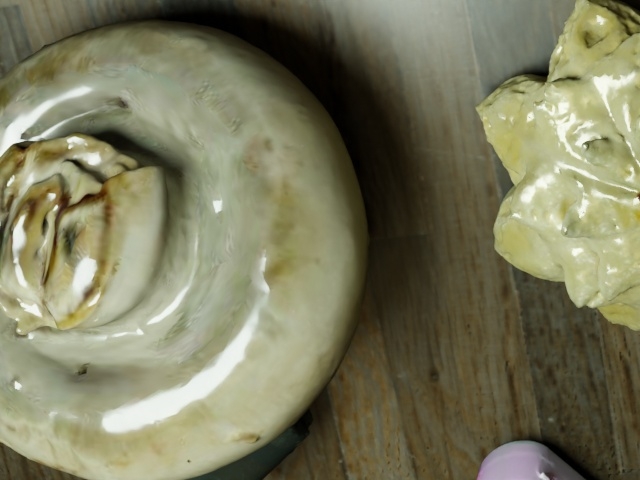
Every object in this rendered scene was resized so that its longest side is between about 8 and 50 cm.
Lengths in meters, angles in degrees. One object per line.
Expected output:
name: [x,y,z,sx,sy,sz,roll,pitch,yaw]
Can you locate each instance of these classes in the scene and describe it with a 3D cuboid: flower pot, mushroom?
flower pot: [-0.081,0.148,1.198,0.107,0.157,0.157,-39,101,13]
mushroom: [-0.147,0.004,1.029,0.362,0.295,0.362,-4,80,21]

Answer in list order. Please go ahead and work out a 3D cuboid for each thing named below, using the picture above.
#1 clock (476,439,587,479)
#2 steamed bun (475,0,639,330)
clock: [0.182,0.318,1.240,0.227,0.090,0.248,40,119,-6]
steamed bun: [0.253,-0.045,1.025,0.292,0.137,0.295,-17,112,24]
